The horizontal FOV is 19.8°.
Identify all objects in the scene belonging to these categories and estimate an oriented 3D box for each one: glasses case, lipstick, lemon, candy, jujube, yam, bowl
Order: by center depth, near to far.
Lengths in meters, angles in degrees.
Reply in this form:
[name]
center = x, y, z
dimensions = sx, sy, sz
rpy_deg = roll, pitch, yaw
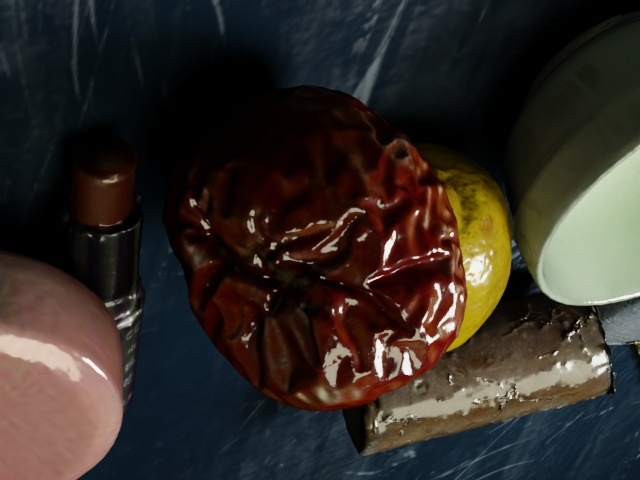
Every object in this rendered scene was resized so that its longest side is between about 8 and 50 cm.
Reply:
[jujube]
center = 0.000, 0.000, 1.375
dimensions = 0.213, 0.232, 0.213
rpy_deg = -25, -169, 5
[candy]
center = -0.276, 0.109, 1.376
dimensions = 0.255, 0.094, 0.255
rpy_deg = -4, 140, -4
[lipstick]
center = -0.177, 0.034, 1.437
dimensions = 0.081, 0.081, 0.300
rpy_deg = -18, 143, -23
[lemon]
center = 0.082, 0.008, 1.552
dimensions = 0.170, 0.170, 0.207
rpy_deg = -18, 144, -23
[bowl]
center = 0.287, -0.089, 1.596
dimensions = 0.307, 0.163, 0.307
rpy_deg = -23, 151, -14
[yam]
center = 0.157, 0.126, 1.830
dimensions = 0.279, 0.131, 0.131
rpy_deg = -12, 147, -14
[glasses case]
center = 0.364, 0.052, 1.916
dimensions = 0.109, 0.067, 0.282
rpy_deg = 4, 157, -25

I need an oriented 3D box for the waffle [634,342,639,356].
[waffle]
center = 0.428, 0.130, 2.214
dimensions = 0.097, 0.023, 0.153
rpy_deg = -34, 151, 1
